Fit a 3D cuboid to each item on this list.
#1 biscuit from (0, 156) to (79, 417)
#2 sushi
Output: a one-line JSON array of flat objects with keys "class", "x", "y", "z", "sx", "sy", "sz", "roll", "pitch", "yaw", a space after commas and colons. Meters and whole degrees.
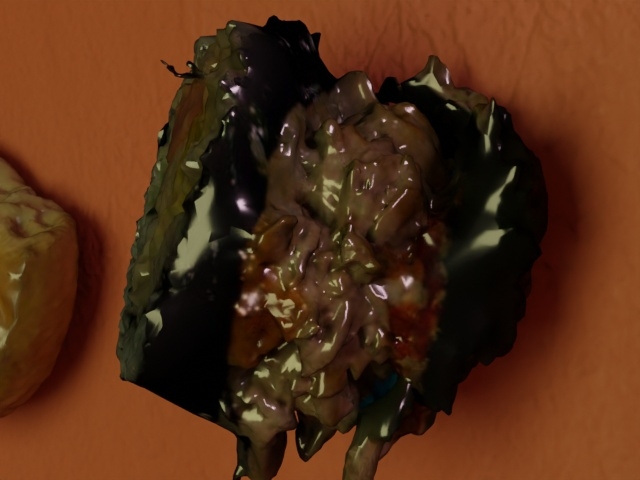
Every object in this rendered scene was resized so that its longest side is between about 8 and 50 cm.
[{"class": "biscuit", "x": -0.282, "y": 0.027, "z": 1.289, "sx": 0.274, "sy": 0.091, "sz": 0.213, "roll": 38, "pitch": 114, "yaw": 33}, {"class": "sushi", "x": 0.005, "y": 0.001, "z": 0.963, "sx": 0.225, "sy": 0.218, "sz": 0.238, "roll": -88, "pitch": 9, "yaw": -56}]
